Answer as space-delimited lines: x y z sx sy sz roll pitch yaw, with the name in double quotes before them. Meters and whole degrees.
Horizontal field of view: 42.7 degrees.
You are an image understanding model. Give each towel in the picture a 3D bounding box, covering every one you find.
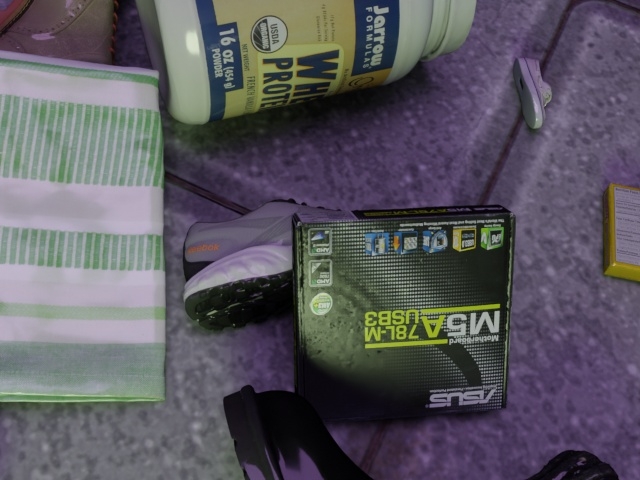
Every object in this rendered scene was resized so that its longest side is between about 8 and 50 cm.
"towel" -0.261 -0.020 0.733 0.247 0.038 0.325 3 71 -20

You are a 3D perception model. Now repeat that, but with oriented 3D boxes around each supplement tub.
"supplement tub" -0.023 -0.259 0.845 0.316 0.228 0.228 -15 63 -13

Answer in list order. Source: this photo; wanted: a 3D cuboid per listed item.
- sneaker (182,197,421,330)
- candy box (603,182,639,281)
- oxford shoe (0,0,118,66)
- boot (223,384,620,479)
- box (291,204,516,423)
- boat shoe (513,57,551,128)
"sneaker" 0.000 0.000 0.777 0.271 0.100 0.108 -10 56 -11
"candy box" 0.398 0.007 0.852 0.205 0.027 0.105 12 56 1
"oxford shoe" -0.265 -0.232 0.888 0.130 0.123 0.348 36 66 -7
"boot" 0.103 0.218 0.638 0.260 0.131 0.348 -29 78 -13
"box" 0.070 0.064 0.713 0.190 0.045 0.184 -2 103 -8
"boat shoe" 0.247 -0.170 0.935 0.035 0.035 0.100 -2 54 -4
